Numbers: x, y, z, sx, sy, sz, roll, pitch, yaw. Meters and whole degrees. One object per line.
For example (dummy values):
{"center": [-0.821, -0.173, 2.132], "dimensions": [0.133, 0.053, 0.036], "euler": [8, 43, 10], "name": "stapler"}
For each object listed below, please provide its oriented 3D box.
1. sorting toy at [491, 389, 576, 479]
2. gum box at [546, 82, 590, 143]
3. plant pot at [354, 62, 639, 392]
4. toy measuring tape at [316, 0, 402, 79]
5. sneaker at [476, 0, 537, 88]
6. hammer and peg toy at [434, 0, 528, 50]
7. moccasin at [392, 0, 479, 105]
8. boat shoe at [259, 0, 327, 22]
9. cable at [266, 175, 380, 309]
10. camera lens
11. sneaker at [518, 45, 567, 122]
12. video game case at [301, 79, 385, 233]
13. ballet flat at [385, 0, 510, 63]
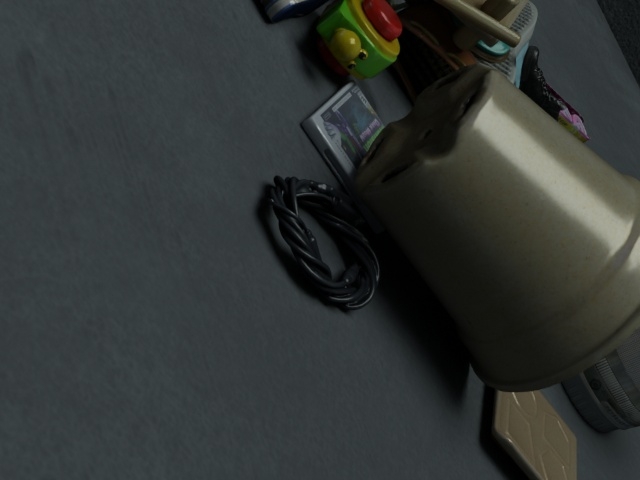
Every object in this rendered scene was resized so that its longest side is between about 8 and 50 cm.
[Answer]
{"center": [0.284, 0.264, 1.439], "dimensions": [0.193, 0.038, 0.208], "euler": [50, 25, -19], "name": "sorting toy"}
{"center": [0.428, -0.224, 2.058], "dimensions": [0.188, 0.107, 0.062], "euler": [29, 40, -45], "name": "gum box"}
{"center": [0.221, -0.037, 1.320], "dimensions": [0.305, 0.334, 0.334], "euler": [44, 31, -19], "name": "plant pot"}
{"center": [0.065, -0.308, 1.538], "dimensions": [0.121, 0.121, 0.330], "euler": [52, 23, -16], "name": "toy measuring tape"}
{"center": [0.296, -0.306, 1.905], "dimensions": [0.366, 0.135, 0.150], "euler": [-62, 163, -46], "name": "sneaker"}
{"center": [0.199, -0.405, 1.615], "dimensions": [0.266, 0.127, 0.361], "euler": [42, 46, -6], "name": "hammer and peg toy"}
{"center": [0.223, -0.194, 1.663], "dimensions": [0.147, 0.139, 0.380], "euler": [-34, 98, -48], "name": "moccasin"}
{"center": [-0.029, -0.347, 1.457], "dimensions": [0.066, 0.066, 0.183], "euler": [58, 28, -2], "name": "boat shoe"}
{"center": [0.000, 0.000, 1.210], "dimensions": [0.184, 0.047, 0.150], "euler": [29, 46, -49], "name": "cable"}
{"center": [0.527, 0.160, 1.678], "dimensions": [0.219, 0.274, 0.219], "euler": [40, 33, -34], "name": "camera lens"}
{"center": [0.375, -0.239, 1.806], "dimensions": [0.051, 0.089, 0.170], "euler": [-51, 151, -62], "name": "sneaker"}
{"center": [0.059, -0.116, 1.432], "dimensions": [0.173, 0.022, 0.190], "euler": [56, 28, -9], "name": "video game case"}
{"center": [0.166, -0.405, 1.768], "dimensions": [0.342, 0.124, 0.116], "euler": [45, 52, -5], "name": "ballet flat"}
